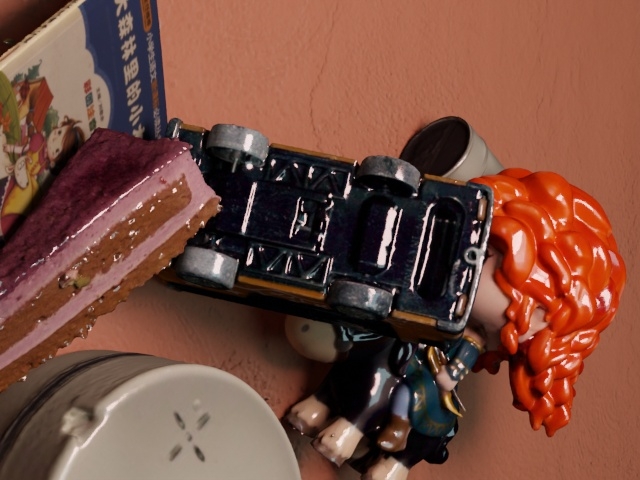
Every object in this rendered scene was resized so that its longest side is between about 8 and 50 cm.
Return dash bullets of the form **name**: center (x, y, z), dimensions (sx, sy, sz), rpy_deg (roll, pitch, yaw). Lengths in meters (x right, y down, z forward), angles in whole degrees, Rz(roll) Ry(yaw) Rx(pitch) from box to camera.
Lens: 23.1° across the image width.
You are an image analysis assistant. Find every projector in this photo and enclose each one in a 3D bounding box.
- **projector**: center (0.225, -0.009, 1.921), dimensions (0.337, 0.108, 0.108), rpy_deg (47, 61, -35)

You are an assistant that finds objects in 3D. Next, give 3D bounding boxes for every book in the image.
- **book**: center (-0.227, -0.102, 1.414), dimensions (0.322, 0.018, 0.228), rpy_deg (-52, 150, -46)

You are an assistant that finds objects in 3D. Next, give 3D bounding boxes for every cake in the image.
- **cake**: center (-0.227, 0.014, 1.378), dimensions (0.295, 0.112, 0.116), rpy_deg (-47, 146, -28)

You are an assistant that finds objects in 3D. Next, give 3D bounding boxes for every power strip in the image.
- **power strip**: center (-0.180, 0.285, 1.497), dimensions (0.357, 0.161, 0.357), rpy_deg (-3, 95, -46)

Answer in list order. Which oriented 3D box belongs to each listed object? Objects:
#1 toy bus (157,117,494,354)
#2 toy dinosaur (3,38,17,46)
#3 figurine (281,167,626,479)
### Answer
- **toy bus**: center (0.000, 0.000, 1.539), dimensions (0.194, 0.323, 0.162), rpy_deg (73, 30, -77)
- **toy dinosaur**: center (-0.284, -0.118, 1.437), dimensions (0.206, 0.113, 0.327), rpy_deg (14, 93, -70)
- **figurine**: center (0.142, 0.100, 1.732), dimensions (0.411, 0.241, 0.306), rpy_deg (-24, 104, -10)
